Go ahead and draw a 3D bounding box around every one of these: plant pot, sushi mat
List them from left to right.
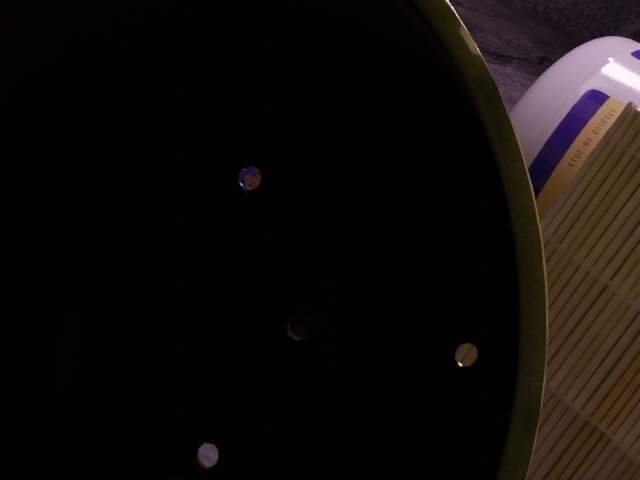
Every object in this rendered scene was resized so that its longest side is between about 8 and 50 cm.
[{"bbox_3d":[-0.055,0.040,0.722,0.366,0.366,0.353,37,7,16],"label":"plant pot"},{"bbox_3d":[0.140,0.089,0.900,0.151,0.316,0.019,37,5,23],"label":"sushi mat"}]

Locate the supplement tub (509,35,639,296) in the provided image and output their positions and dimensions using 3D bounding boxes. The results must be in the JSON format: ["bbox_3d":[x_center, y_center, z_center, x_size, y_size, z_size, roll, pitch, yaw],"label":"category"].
[{"bbox_3d":[0.260,0.046,1.003,0.331,0.241,0.241,32,17,23],"label":"supplement tub"}]

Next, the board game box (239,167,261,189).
[{"bbox_3d":[-0.145,-0.101,1.142,0.347,0.078,0.233,13,20,-3],"label":"board game box"}]
